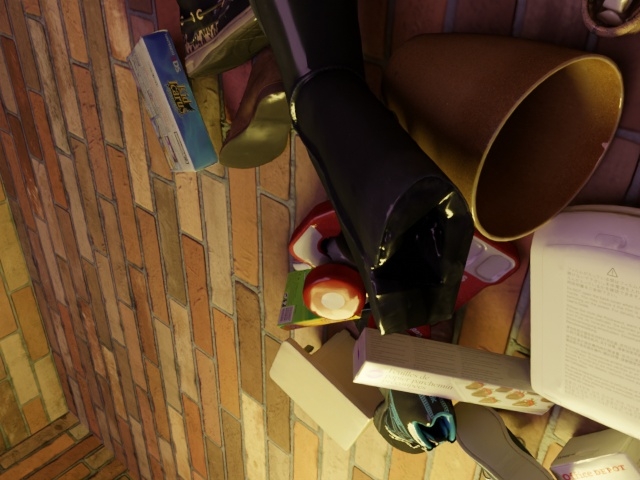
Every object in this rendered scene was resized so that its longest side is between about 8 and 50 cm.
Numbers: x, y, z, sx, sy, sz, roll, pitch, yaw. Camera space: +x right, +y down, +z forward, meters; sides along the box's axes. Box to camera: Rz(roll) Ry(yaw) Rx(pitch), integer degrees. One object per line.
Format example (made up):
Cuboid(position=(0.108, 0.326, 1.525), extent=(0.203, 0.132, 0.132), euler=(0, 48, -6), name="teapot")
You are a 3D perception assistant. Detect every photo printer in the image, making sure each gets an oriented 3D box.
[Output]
Cuboid(position=(0.402, 0.103, 0.808), extent=(0.256, 0.107, 0.307), euler=(17, 126, 45), name="photo printer")

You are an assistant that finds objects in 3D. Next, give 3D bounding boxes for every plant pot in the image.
Cuboid(position=(0.201, -0.167, 0.791), extent=(0.254, 0.237, 0.237), euler=(47, 142, 41), name="plant pot")

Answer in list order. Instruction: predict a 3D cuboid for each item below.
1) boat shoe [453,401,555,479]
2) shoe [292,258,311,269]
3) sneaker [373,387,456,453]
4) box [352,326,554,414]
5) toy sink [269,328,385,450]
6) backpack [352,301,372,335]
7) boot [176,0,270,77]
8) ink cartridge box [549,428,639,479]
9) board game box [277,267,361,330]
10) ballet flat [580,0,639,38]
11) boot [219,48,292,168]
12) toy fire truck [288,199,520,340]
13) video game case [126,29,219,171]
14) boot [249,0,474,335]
Cuboid(position=(0.316, 0.371, 1.059), extent=(0.254, 0.095, 0.079), euler=(36, 163, 55), name="boat shoe")
Cuboid(position=(0.000, 0.000, 1.202), extent=(0.178, 0.063, 0.081), euler=(-21, 97, 44), name="shoe")
Cuboid(position=(0.171, 0.327, 1.104), extent=(0.139, 0.125, 0.340), euler=(57, 170, 38), name="sneaker")
Cuboid(position=(0.212, 0.206, 0.959), extent=(0.324, 0.067, 0.063), euler=(12, 134, -11), name="box")
Cuboid(position=(0.030, 0.290, 1.297), extent=(0.234, 0.131, 0.152), euler=(40, 137, 17), name="toy sink")
Cuboid(position=(0.129, 0.167, 1.152), extent=(0.105, 0.084, 0.114), euler=(-18, 94, 51), name="backpack")
Cuboid(position=(-0.150, -0.450, 0.992), extent=(0.377, 0.138, 0.284), euler=(-11, 99, 57), name="boot")
Cuboid(position=(0.478, 0.393, 0.937), extent=(0.203, 0.086, 0.148), euler=(54, 140, 6), name="ink cartridge box")
Cuboid(position=(0.008, 0.103, 1.218), extent=(0.039, 0.124, 0.259), euler=(25, 153, -29), name="board game box")
Cuboid(position=(0.349, -0.340, 0.595), extent=(0.108, 0.106, 0.316), euler=(35, 134, 26), name="ballet flat")
Cuboid(position=(-0.115, -0.236, 1.167), extent=(0.305, 0.112, 0.115), euler=(-42, 51, 54), name="boot")
Cuboid(position=(0.120, 0.021, 0.964), extent=(0.302, 0.169, 0.254), euler=(31, 127, -15), name="toy fire truck")
Cuboid(position=(-0.313, -0.278, 1.286), extent=(0.244, 0.061, 0.269), euler=(14, 125, 64), name="video game case")
Cuboid(position=(0.029, -0.161, 0.718), extent=(0.445, 0.146, 0.367), euler=(-106, -4, -49), name="boot")
